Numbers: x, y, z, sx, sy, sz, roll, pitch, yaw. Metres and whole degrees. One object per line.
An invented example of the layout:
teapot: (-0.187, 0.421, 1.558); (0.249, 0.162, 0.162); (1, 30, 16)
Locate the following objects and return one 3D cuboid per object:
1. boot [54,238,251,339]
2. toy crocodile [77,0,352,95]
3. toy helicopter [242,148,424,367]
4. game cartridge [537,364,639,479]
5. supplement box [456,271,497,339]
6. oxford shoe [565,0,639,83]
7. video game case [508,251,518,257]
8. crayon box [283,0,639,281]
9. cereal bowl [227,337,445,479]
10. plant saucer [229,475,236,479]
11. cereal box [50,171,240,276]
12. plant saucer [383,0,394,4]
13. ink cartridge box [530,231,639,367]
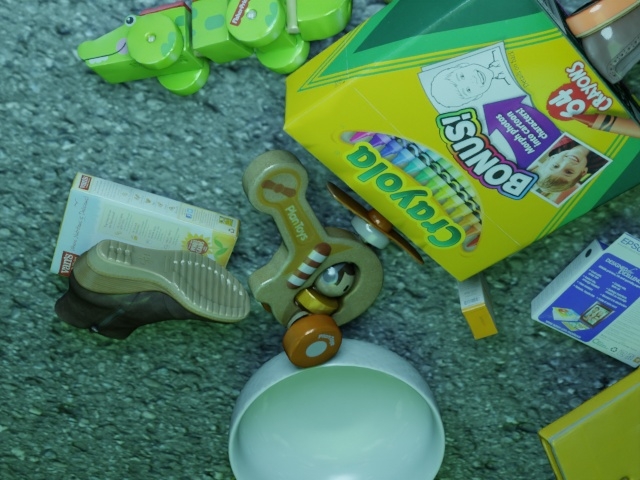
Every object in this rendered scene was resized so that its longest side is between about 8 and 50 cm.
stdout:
boot: (-0.244, 0.089, 1.529); (0.248, 0.090, 0.207); (22, 143, -16)
toy crocodile: (-0.125, -0.250, 1.260); (0.340, 0.105, 0.115); (-9, 165, 18)
toy helicopter: (0.000, 0.000, 1.437); (0.235, 0.140, 0.355); (-28, 139, -2)
game cartridge: (0.513, 0.321, 1.624); (0.323, 0.052, 0.285); (-30, 113, -12)
supplement box: (0.223, 0.085, 1.527); (0.036, 0.098, 0.062); (-19, 126, 15)
oxford shoe: (0.404, -0.268, 1.163); (0.271, 0.097, 0.098); (-30, 97, 0)
video game case: (0.270, -0.087, 1.424); (0.193, 0.023, 0.212); (36, 124, -25)
crayon box: (0.189, -0.140, 1.276); (0.313, 0.106, 0.363); (-33, 128, 26)
cereal bowl: (0.022, 0.285, 1.669); (0.339, 0.141, 0.339); (-2, 121, -3)
plant saucer: (-0.030, 0.397, 1.853); (0.188, 0.045, 0.188); (31, 127, -21)
cereal box: (-0.254, 0.008, 1.526); (0.240, 0.047, 0.173); (18, 131, -11)
plant saucer: (0.151, -0.334, 1.176); (0.241, 0.037, 0.241); (-4, 141, -3)
ink cartridge box: (0.449, 0.080, 1.543); (0.206, 0.045, 0.208); (26, 130, -18)
